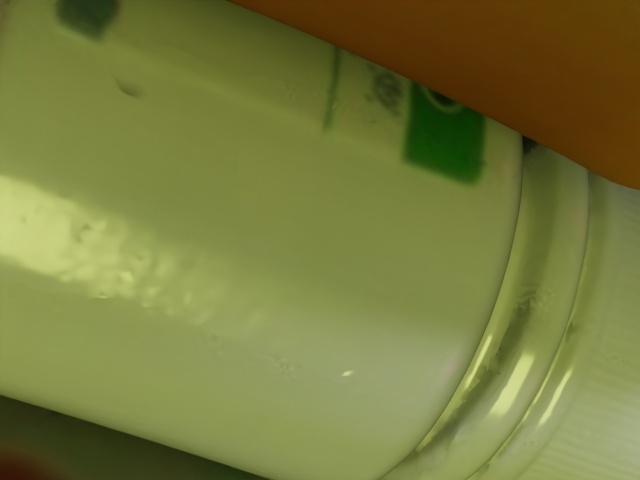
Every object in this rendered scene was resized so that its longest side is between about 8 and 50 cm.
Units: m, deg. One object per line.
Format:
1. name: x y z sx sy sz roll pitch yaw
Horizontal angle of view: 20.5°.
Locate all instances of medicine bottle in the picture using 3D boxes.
1. medicine bottle: 0.000 0.000 0.501 0.236 0.139 0.139 18 126 -19

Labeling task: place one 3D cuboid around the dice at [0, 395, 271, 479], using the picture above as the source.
1. dice: -0.091 0.127 0.567 0.193 0.192 0.194 22 124 -19

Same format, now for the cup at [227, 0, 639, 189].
1. cup: 0.023 -0.139 0.374 0.264 0.182 0.226 27 107 -29
